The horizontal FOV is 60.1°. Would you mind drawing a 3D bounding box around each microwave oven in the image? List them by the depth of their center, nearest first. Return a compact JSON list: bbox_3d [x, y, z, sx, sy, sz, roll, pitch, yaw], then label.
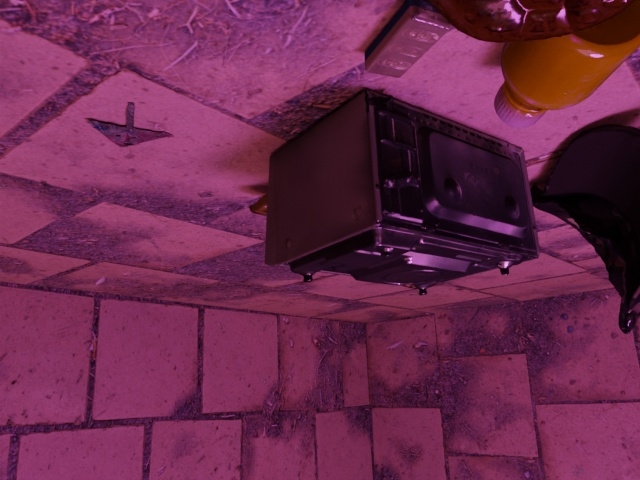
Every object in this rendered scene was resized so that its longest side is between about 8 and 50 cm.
[{"bbox_3d":[0.140,-0.047,0.994,0.395,0.247,0.333,9,162,-35],"label":"microwave oven"}]

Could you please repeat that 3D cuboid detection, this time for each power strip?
[{"bbox_3d":[0.103,-0.244,0.679,0.056,0.032,0.123,6,163,-22],"label":"power strip"}]

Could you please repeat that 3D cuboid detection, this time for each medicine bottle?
[{"bbox_3d":[0.274,-0.212,0.653,0.122,0.121,0.212,-1,165,-3],"label":"medicine bottle"}]

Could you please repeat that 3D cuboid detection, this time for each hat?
[{"bbox_3d":[0.576,-0.045,1.041,0.258,0.366,0.381,-12,150,-24],"label":"hat"}]

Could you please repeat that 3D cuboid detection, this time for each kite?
[{"bbox_3d":[-0.304,-0.182,0.891,0.137,0.005,0.153,4,163,-30],"label":"kite"}]

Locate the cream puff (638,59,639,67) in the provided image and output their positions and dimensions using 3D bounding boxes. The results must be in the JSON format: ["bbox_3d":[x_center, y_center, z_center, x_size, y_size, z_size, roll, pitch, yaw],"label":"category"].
[{"bbox_3d":[0.460,-0.221,0.625,0.189,0.129,0.189,6,152,3],"label":"cream puff"}]

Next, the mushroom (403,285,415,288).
[{"bbox_3d":[0.242,-0.007,1.327,0.233,0.208,0.302,-46,143,3],"label":"mushroom"}]

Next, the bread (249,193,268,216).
[{"bbox_3d":[-0.053,-0.068,1.150,0.188,0.065,0.149,11,-167,-8],"label":"bread"}]

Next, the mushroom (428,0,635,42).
[{"bbox_3d":[0.184,-0.254,0.457,0.231,0.138,0.194,-13,161,32],"label":"mushroom"}]
